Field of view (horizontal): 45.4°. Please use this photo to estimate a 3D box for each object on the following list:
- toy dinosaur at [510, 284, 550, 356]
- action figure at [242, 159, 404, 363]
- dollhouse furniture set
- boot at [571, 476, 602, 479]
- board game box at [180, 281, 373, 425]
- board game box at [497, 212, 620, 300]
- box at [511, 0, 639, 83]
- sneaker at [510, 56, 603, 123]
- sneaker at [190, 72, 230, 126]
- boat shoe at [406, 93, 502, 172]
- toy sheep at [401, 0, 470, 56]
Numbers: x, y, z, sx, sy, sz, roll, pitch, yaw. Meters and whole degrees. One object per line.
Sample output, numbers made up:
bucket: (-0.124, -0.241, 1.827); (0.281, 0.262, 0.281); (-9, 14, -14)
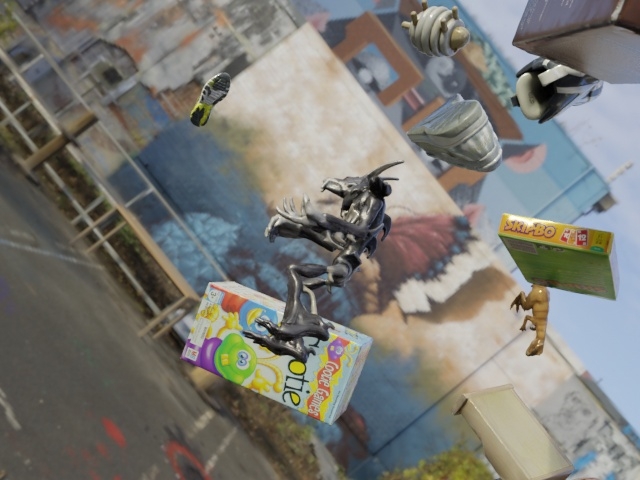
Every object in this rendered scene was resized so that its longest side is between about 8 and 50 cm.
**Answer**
toy dinosaur: (0.375, 0.091, 1.313); (0.112, 0.064, 0.211); (173, -84, -83)
action figure: (0.000, 0.000, 0.930); (0.141, 0.275, 0.164); (28, -22, 1)
dollhouse furniture set: (0.249, 0.366, 1.182); (0.161, 0.212, 0.242); (55, -46, 37)
boot: (0.418, 0.438, 1.085); (0.211, 0.295, 0.104); (10, -79, 44)
board game box: (-0.070, 0.185, 1.303); (0.275, 0.142, 0.144); (21, 2, 12)
board game box: (0.307, 0.027, 0.960); (0.124, 0.039, 0.259); (12, -13, 25)
box: (0.304, -0.253, 0.695); (0.143, 0.191, 0.381); (21, 13, 1)
sneaker: (0.345, -0.231, 1.140); (0.235, 0.153, 0.094); (-104, 170, -88)
sneaker: (-0.148, -0.192, 1.016); (0.031, 0.083, 0.035); (30, 25, -24)
boat shoe: (0.229, -0.177, 1.300); (0.103, 0.118, 0.320); (52, 2, -10)
toy sheep: (0.191, -0.350, 1.275); (0.132, 0.091, 0.091); (30, -16, 35)
